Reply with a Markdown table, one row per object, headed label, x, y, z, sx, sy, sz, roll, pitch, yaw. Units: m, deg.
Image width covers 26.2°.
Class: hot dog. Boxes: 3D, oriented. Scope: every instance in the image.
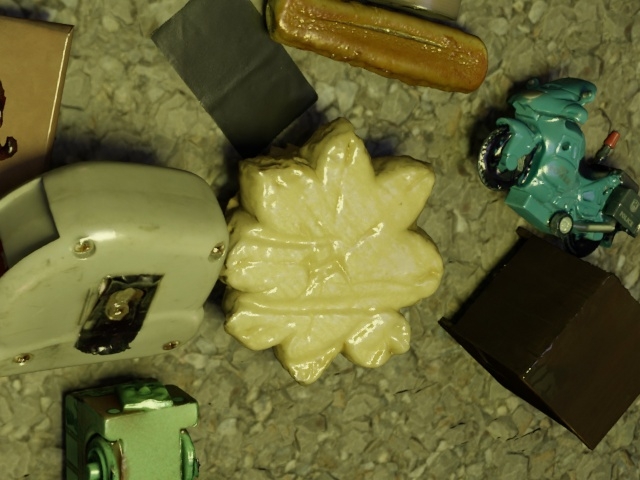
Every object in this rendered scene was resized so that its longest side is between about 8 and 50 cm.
| label | x | y | z | sx | sy | sz | roll | pitch | yaw |
| --- | --- | --- | --- | --- | --- | --- | --- | --- | --- |
| hot dog | 0.065 | -0.228 | 1.556 | 0.286 | 0.061 | 0.087 | 16 | 95 | -30 |

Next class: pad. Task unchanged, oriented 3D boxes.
| label | x | y | z | sx | sy | sz | roll | pitch | yaw |
| --- | --- | --- | --- | --- | --- | --- | --- | --- | --- |
| pad | -0.091 | -0.190 | 1.521 | 0.116 | 0.004 | 0.193 | -42 | 122 | -9 |

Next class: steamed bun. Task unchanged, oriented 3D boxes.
| label | x | y | z | sx | sy | sz | roll | pitch | yaw |
| --- | --- | --- | --- | --- | --- | --- | --- | --- | --- |
| steamed bun | 0.000 | 0.000 | 1.561 | 0.295 | 0.137 | 0.292 | 42 | 89 | -24 |

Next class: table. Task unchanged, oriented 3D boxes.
| label | x | y | z | sx | sy | sz | roll | pitch | yaw |
| --- | --- | --- | --- | --- | --- | --- | --- | --- | --- |
| table | 0.294 | 0.120 | 1.721 | 0.169 | 0.193 | 0.172 | -49 | 122 | -6 |

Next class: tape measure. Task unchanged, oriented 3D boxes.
| label | x | y | z | sx | sy | sz | roll | pitch | yaw |
| --- | --- | --- | --- | --- | --- | --- | --- | --- | --- |
| tape measure | -0.237 | 0.037 | 1.403 | 0.258 | 0.130 | 0.265 | -3 | 145 | -27 |

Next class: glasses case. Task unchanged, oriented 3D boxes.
| label | x | y | z | sx | sy | sz | roll | pitch | yaw |
| --- | --- | --- | --- | --- | --- | --- | --- | --- | --- |
| glasses case | -0.313 | -0.135 | 1.394 | 0.103 | 0.070 | 0.193 | 12 | 104 | -2 |

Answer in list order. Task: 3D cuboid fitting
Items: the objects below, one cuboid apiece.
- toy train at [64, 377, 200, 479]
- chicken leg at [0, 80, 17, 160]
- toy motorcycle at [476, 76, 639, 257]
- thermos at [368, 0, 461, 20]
| label | x | y | z | sx | sy | sz | roll | pitch | yaw |
| --- | --- | --- | --- | --- | --- | --- | --- | --- | --- |
| toy train | -0.212 | 0.310 | 1.540 | 0.129 | 0.159 | 0.326 | -7 | 106 | -29 |
| chicken leg | -0.365 | -0.065 | 1.328 | 0.083 | 0.177 | 0.322 | 2 | 109 | -56 |
| toy motorcycle | 0.303 | -0.096 | 1.697 | 0.272 | 0.124 | 0.182 | 36 | 82 | -38 |
| thermos | 0.130 | -0.348 | 1.539 | 0.137 | 0.105 | 0.193 | 5 | 99 | -56 |
